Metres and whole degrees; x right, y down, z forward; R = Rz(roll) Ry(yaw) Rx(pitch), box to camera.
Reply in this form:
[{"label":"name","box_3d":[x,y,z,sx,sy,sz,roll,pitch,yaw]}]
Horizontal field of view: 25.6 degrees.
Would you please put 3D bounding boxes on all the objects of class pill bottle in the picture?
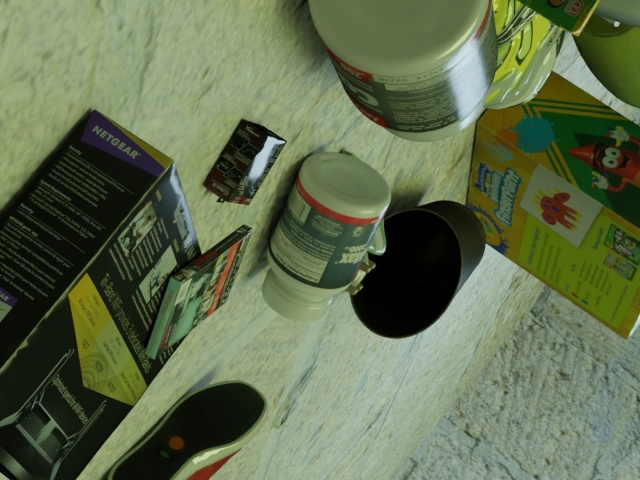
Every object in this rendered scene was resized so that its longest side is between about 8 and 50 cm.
[{"label":"pill bottle","box_3d":[0.000,0.000,1.592,0.108,0.108,0.180,-37,156,-53]},{"label":"pill bottle","box_3d":[0.088,-0.194,1.349,0.161,0.161,0.283,-55,166,-5]}]

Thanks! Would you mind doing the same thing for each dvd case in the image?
[{"label":"dvd case","box_3d":[-0.103,0.043,1.210,0.119,0.013,0.087,-42,158,-53]}]

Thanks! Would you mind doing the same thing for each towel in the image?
[{"label":"towel","box_3d":[0.055,-0.044,1.715,0.152,0.023,0.113,31,50,-76]}]

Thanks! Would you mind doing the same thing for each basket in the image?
[{"label":"basket","box_3d":[0.157,0.024,2.086,0.204,0.154,0.227,-61,169,21]}]

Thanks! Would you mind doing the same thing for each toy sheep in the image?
[{"label":"toy sheep","box_3d":[0.020,0.026,1.757,0.091,0.091,0.132,-57,175,2]}]

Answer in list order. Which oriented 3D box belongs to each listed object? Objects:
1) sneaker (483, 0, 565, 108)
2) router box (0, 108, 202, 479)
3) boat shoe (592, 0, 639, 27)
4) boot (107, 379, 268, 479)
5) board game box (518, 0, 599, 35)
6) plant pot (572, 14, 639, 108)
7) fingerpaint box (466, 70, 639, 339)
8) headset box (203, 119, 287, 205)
[{"label":"sneaker","box_3d":[0.236,-0.317,1.623,0.147,0.145,0.384,-13,130,-43]},{"label":"router box","box_3d":[-0.201,0.069,1.134,0.243,0.081,0.309,-52,165,-17]},{"label":"boat shoe","box_3d":[0.334,-0.327,1.730,0.096,0.267,0.088,16,100,-35]},{"label":"boot","box_3d":[-0.169,0.281,1.702,0.244,0.088,0.176,-35,156,-35]},{"label":"board game box","box_3d":[0.227,-0.305,1.445,0.039,0.259,0.124,21,107,-34]},{"label":"plant pot","box_3d":[0.503,-0.359,2.230,0.293,0.275,0.275,5,118,-59]},{"label":"fingerpaint box","box_3d":[0.442,-0.061,2.374,0.163,0.371,0.445,-51,164,-15]},{"label":"headset box","box_3d":[-0.073,-0.070,1.348,0.083,0.032,0.062,-58,165,8]}]
